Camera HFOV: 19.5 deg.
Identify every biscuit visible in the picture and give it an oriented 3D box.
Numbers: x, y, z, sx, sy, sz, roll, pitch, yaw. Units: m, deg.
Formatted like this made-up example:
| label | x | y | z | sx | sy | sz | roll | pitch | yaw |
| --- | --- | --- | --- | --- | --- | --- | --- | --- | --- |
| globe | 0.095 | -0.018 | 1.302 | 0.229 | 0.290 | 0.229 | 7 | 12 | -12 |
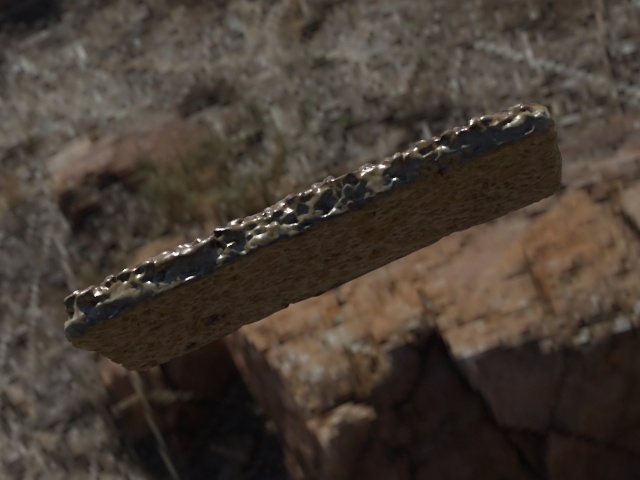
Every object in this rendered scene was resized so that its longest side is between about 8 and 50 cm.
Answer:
| label | x | y | z | sx | sy | sz | roll | pitch | yaw |
| --- | --- | --- | --- | --- | --- | --- | --- | --- | --- |
| biscuit | 0.000 | 0.000 | 0.841 | 0.231 | 0.131 | 0.025 | -23 | 76 | 4 |
